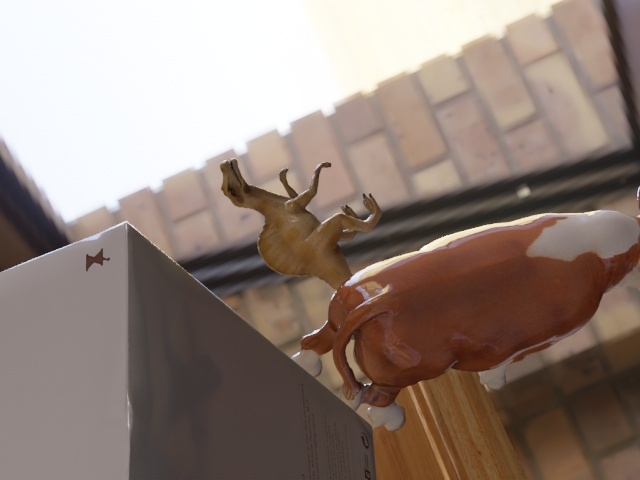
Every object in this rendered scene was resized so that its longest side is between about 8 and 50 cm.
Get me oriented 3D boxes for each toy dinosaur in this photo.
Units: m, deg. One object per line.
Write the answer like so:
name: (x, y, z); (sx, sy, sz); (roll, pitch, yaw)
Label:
toy dinosaur: (0.000, 0.000, 1.198); (0.183, 0.092, 0.053); (45, 153, 15)

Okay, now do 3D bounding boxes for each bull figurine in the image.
bull figurine: (0.128, 0.048, 1.142); (0.101, 0.310, 0.188); (67, 149, 24)

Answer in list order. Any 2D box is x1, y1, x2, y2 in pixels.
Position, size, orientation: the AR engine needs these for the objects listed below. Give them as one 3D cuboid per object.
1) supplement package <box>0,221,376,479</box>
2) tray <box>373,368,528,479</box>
supplement package: (-0.081, 0.140, 0.637); (0.203, 0.149, 0.194); (44, -147, -47)
tray: (0.132, 0.315, 1.339); (0.411, 0.076, 0.203); (-113, 33, -44)
